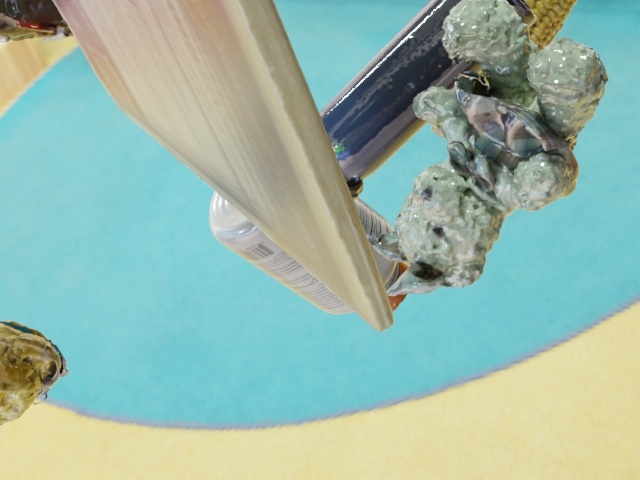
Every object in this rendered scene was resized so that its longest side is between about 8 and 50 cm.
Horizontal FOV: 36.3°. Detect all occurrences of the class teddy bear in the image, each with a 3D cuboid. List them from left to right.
[{"bbox_3d":[0.119,-0.058,0.677,0.111,0.213,0.133,-3,40,-39],"label":"teddy bear"}]

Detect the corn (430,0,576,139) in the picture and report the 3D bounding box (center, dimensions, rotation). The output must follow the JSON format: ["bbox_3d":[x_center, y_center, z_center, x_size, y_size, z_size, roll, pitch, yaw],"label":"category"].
[{"bbox_3d":[0.202,-0.234,1.018,0.293,0.106,0.106,-60,40,10],"label":"corn"}]

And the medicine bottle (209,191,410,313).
[{"bbox_3d":[0.000,0.000,1.321,0.157,0.288,0.157,-29,42,30],"label":"medicine bottle"}]

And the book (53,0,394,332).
[{"bbox_3d":[-0.086,-0.104,0.510,0.018,0.228,0.322,-37,44,-14],"label":"book"}]

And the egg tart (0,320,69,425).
[{"bbox_3d":[-0.575,0.247,1.669,0.290,0.291,0.107,-18,51,4],"label":"egg tart"}]

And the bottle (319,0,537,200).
[{"bbox_3d":[0.068,-0.122,0.814,0.244,0.072,0.082,-42,76,17],"label":"bottle"}]

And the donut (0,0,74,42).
[{"bbox_3d":[-0.249,-0.277,0.741,0.103,0.270,0.270,1,42,38],"label":"donut"}]
